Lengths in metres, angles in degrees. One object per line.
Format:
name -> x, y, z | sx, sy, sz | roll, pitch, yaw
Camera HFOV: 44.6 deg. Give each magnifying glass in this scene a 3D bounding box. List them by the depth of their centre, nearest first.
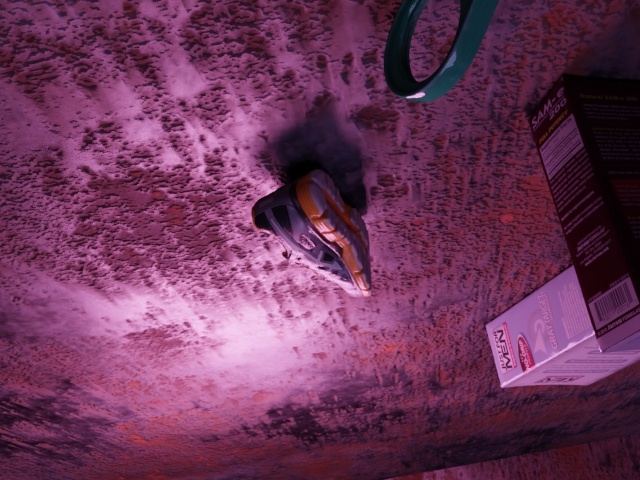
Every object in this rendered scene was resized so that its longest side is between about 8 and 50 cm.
magnifying glass -> 0.109, -0.186, 0.510 | 0.026, 0.092, 0.231 | 12, 137, -29

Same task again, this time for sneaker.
sneaker -> 0.000, 0.000, 0.839 | 0.083, 0.084, 0.215 | -15, 143, 16

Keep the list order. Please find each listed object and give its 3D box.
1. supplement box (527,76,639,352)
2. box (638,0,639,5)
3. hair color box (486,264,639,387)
supplement box -> 0.284, -0.027, 0.690 | 0.130, 0.239, 0.073 | 0, 153, -18
box -> 0.289, -0.147, 0.545 | 0.093, 0.158, 0.156 | -25, 149, 27
hair color box -> 0.429, 0.103, 1.139 | 0.185, 0.113, 0.374 | 4, 150, -24
